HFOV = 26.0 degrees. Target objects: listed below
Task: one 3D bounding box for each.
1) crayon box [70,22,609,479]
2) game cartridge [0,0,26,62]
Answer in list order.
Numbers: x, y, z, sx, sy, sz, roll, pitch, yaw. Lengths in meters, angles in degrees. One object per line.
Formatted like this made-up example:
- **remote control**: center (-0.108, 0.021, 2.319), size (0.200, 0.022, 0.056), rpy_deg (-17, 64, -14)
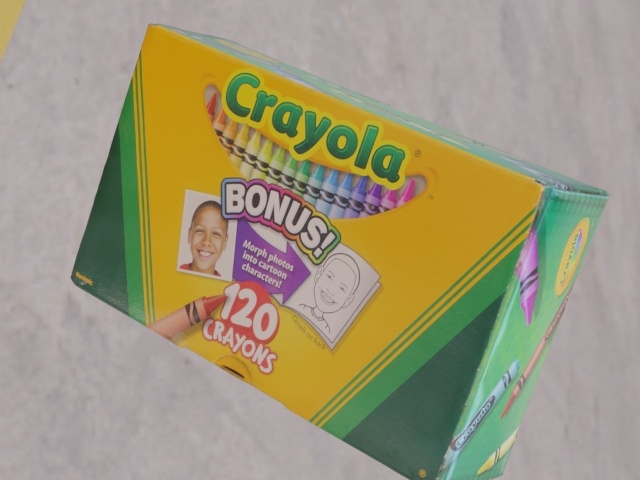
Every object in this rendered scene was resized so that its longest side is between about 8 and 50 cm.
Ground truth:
- **crayon box**: center (0.000, 0.000, 0.770), size (0.081, 0.278, 0.165), rpy_deg (3, 108, -55)
- **game cartridge**: center (-0.232, -0.164, 0.809), size (0.323, 0.053, 0.285), rpy_deg (-56, 170, -82)
